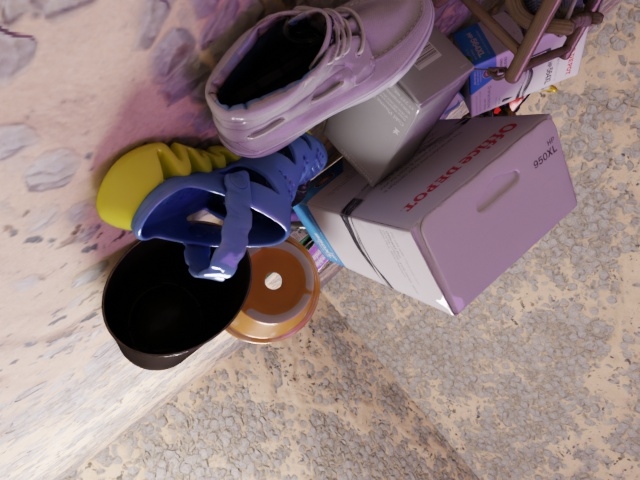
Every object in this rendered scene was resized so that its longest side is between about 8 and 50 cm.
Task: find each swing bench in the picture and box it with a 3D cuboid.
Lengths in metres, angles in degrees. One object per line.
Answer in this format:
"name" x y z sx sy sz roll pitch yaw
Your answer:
"swing bench" 0.316 -0.363 0.608 0.253 0.165 0.255 -33 168 -43

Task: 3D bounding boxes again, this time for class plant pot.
"plant pot" -0.090 0.074 0.821 0.205 0.205 0.188 -39 -178 -14

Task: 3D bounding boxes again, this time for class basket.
"basket" -0.215 0.099 0.701 0.204 0.154 0.227 -45 180 -35

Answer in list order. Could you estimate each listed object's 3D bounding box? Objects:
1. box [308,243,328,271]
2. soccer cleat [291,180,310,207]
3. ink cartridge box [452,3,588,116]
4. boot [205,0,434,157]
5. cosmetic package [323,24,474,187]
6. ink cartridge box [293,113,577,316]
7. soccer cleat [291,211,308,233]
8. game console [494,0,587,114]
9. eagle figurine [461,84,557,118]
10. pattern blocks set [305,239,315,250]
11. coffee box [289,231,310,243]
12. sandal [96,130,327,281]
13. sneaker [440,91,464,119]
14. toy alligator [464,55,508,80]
"box" 0.049 0.002 1.311 0.201 0.057 0.293 -50 172 37
"soccer cleat" -0.076 -0.064 0.776 0.072 0.060 0.179 -30 170 -46
"ink cartridge box" 0.346 -0.327 0.860 0.203 0.086 0.148 -21 153 11
"boot" 0.012 -0.172 0.449 0.258 0.095 0.123 -39 179 -5
"cosmetic package" 0.091 -0.184 0.664 0.107 0.127 0.238 -38 170 -19
"ink cartridge box" 0.165 -0.069 0.840 0.285 0.166 0.395 -38 -155 -15
"soccer cleat" 0.072 -0.082 1.090 0.318 0.117 0.108 -8 -179 -11
"game console" 0.580 -0.480 1.270 0.387 0.060 0.342 -54 180 -29
"eagle figurine" 0.409 -0.377 1.061 0.226 0.225 0.298 -90 176 -46
"pattern blocks set" 0.000 0.000 1.443 0.285 0.026 0.325 -44 179 -5
"coffee box" -0.095 0.028 1.239 0.184 0.040 0.113 -40 174 -8
"sandal" -0.083 -0.047 0.558 0.317 0.138 0.126 -34 168 -50
"sneaker" 0.214 -0.265 0.943 0.092 0.087 0.228 -40 170 12
"toy alligator" 0.167 -0.250 0.684 0.056 0.189 0.051 -55 136 -24
